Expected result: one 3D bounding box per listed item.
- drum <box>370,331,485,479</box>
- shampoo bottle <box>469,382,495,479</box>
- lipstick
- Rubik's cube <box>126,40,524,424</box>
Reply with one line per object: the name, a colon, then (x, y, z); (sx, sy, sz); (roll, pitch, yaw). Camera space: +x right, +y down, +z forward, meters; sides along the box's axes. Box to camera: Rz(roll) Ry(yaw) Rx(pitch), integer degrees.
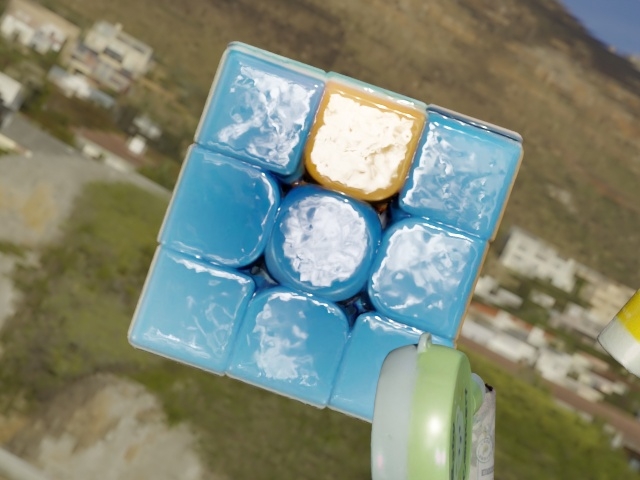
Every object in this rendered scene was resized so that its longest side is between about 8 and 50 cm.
drum: (0.078, 0.099, 1.019); (0.049, 0.130, 0.253); (2, 19, 13)
shampoo bottle: (0.116, 0.229, 1.329); (0.072, 0.214, 0.072); (1, 6, 0)
lipstick: (0.344, 0.005, 1.328); (0.059, 0.264, 0.059); (39, 11, -9)
Rubik's cube: (0.000, 0.000, 1.511); (0.290, 0.291, 0.291); (18, -1, -2)
